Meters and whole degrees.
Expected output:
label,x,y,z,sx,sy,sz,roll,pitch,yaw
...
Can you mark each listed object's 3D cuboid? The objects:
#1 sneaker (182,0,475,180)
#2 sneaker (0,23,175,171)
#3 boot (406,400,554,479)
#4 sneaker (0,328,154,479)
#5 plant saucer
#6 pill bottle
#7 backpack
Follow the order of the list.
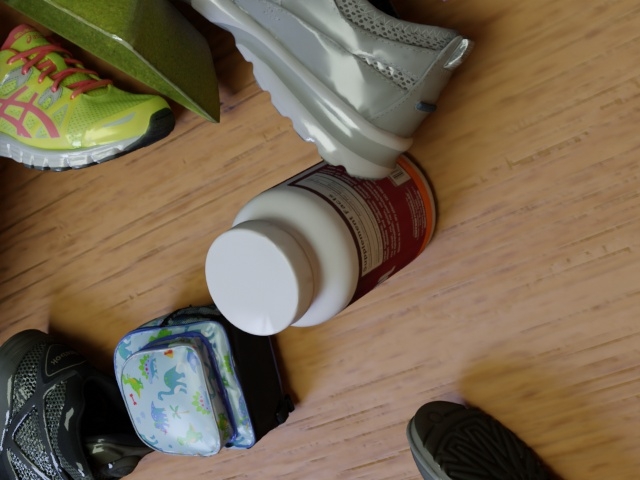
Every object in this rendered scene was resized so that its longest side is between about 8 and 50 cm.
label,x,y,z,sx,sy,sz,roll,pitch,yaw
sneaker,-0.021,-0.170,0.817,0.115,0.105,0.281,-45,79,16
sneaker,-0.192,-0.104,0.956,0.209,0.081,0.094,7,110,32
boot,0.093,0.231,0.916,0.189,0.076,0.208,44,133,14
sneaker,-0.197,0.193,1.073,0.130,0.087,0.227,20,113,33
plant saucer,-0.152,-0.154,0.849,0.188,0.188,0.045,31,88,14
pill bottle,0.000,0.000,0.823,0.086,0.152,0.086,13,115,30
backpack,-0.093,0.100,0.970,0.114,0.084,0.105,-8,102,38
